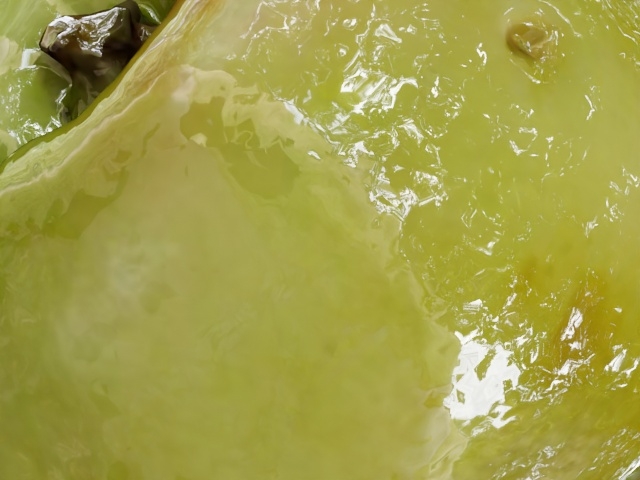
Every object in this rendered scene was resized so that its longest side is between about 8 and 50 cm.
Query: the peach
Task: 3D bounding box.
[{"bbox_3d":[0.001,-0.006,0.611,0.316,0.314,0.281,19,31,-48],"label":"peach"}]
